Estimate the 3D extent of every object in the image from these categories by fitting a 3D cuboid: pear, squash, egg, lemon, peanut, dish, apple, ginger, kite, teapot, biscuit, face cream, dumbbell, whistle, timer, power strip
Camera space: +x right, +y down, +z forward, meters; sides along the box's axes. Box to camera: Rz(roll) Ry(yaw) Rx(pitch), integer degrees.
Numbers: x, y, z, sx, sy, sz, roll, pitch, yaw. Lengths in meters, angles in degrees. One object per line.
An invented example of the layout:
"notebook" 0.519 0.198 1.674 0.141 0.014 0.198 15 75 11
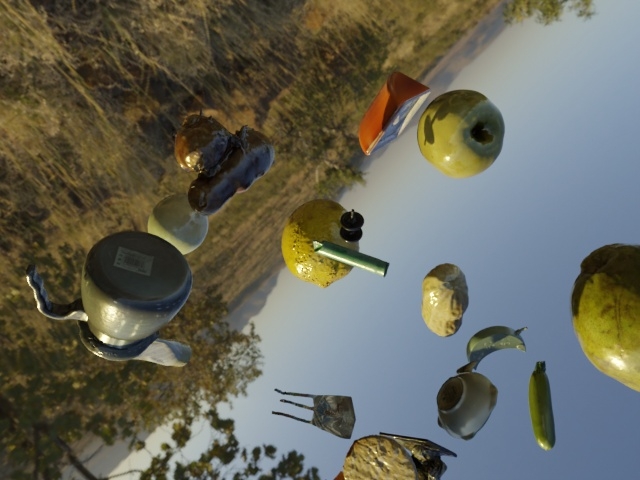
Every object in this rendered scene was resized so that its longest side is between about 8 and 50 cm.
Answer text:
"pear" 0.822 0.196 1.301 0.352 0.413 0.352 -42 169 -10
"squash" 0.654 0.488 1.563 0.066 0.066 0.252 136 -40 -64
"egg" -0.458 -0.053 1.702 0.186 0.186 0.253 -46 -164 26
"lemon" 0.000 0.000 1.729 0.258 0.257 0.311 135 -40 -60
"peanut" 0.401 0.203 1.698 0.152 0.152 0.313 -47 149 -31
"dish" 0.397 0.443 1.508 0.224 0.078 0.246 -43 -159 37
"apple" 0.420 -0.322 1.583 0.262 0.262 0.262 -47 -179 1
"ginger" -0.251 -0.239 1.413 0.176 0.254 0.418 -8 -163 23
"kite" -0.020 0.612 1.872 0.169 0.309 0.015 -90 -165 -46
"teapot" -0.463 0.148 1.159 0.305 0.223 0.285 -8 143 -42
"biscuit" 0.089 0.352 0.793 0.120 0.120 0.015 -46 162 17
"face cream" -0.432 0.286 1.375 0.114 0.070 0.224 -31 153 13
"dumbbell" 0.089 -0.038 1.501 0.069 0.069 0.147 -47 156 -28
"whistle" 0.068 0.039 1.226 0.039 0.186 0.039 19 90 -72
"timer" 0.254 -0.460 1.932 0.257 0.161 0.250 -53 -176 42
"power strip" 0.564 0.332 1.681 0.215 0.137 0.044 -27 -152 16

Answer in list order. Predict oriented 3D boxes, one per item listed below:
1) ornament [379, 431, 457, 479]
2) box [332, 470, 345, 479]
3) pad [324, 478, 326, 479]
"ornament" 0.241 0.616 1.343 0.166 0.153 0.196 -11 -126 43
"box" 0.150 0.808 1.484 0.091 0.220 0.274 -48 -151 3
"pad" 0.015 1.024 1.996 0.127 0.190 0.004 -31 -169 -28
